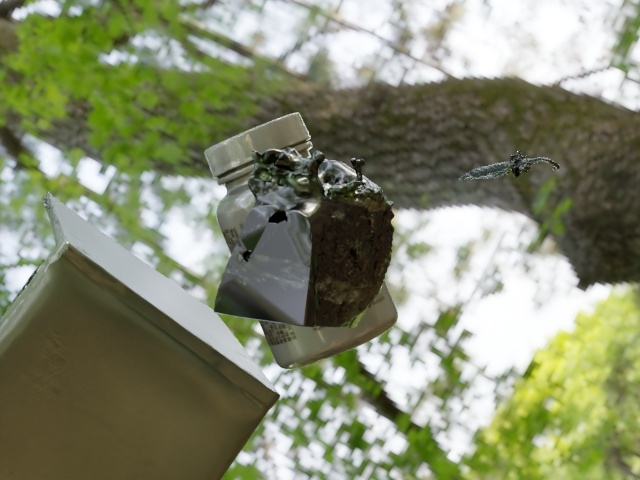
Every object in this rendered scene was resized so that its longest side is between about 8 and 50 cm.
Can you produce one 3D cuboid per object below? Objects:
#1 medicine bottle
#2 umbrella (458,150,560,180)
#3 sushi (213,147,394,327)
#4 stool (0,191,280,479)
[{"bbox_3d":[-0.015,0.000,0.884,0.079,0.140,0.079,-23,2,1],"label":"medicine bottle"},{"bbox_3d":[0.145,-0.059,1.198,0.149,0.022,0.022,-4,61,63],"label":"umbrella"},{"bbox_3d":[0.000,0.000,0.727,0.083,0.056,0.084,11,-93,-53],"label":"sushi"},{"bbox_3d":[-0.186,0.123,0.998,0.243,0.170,0.270,-52,17,-1],"label":"stool"}]
